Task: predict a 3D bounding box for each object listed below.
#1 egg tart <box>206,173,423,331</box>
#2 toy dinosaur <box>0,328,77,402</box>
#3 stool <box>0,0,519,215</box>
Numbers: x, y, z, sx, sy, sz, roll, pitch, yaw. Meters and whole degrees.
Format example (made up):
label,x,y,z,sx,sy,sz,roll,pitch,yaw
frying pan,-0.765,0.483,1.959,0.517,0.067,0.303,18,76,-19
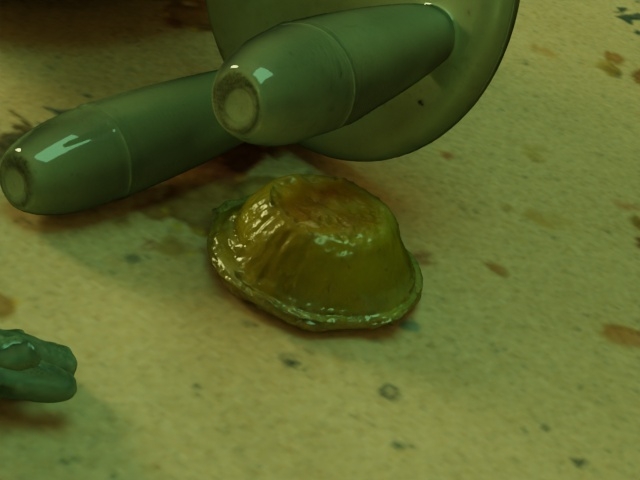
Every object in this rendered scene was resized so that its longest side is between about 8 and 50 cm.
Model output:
label,x,y,z,sx,sy,sz,roll,pitch,yaw
egg tart,0.000,0.000,0.612,0.105,0.039,0.105,12,31,-7
toy dinosaur,-0.184,0.086,0.353,0.129,0.076,0.383,-1,12,37
stool,-0.036,-0.124,0.612,0.195,0.195,0.198,-14,0,39
